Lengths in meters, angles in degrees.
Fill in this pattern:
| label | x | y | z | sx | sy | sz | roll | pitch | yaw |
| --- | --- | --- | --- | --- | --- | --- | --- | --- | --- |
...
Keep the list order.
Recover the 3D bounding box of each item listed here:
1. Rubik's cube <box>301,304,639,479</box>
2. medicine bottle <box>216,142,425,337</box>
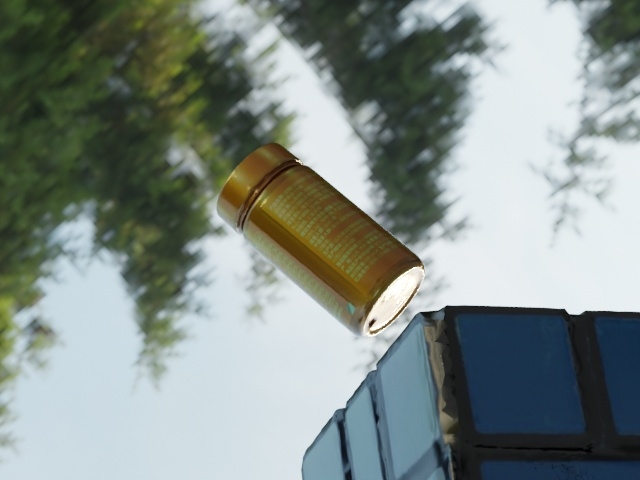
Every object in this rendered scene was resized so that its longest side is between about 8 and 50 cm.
| label | x | y | z | sx | sy | sz | roll | pitch | yaw |
| --- | --- | --- | --- | --- | --- | --- | --- | --- | --- |
| Rubik's cube | 0.167 | 0.226 | 1.318 | 0.288 | 0.293 | 0.283 | 1 | -120 | -17 |
| medicine bottle | 0.000 | 0.000 | 1.812 | 0.192 | 0.096 | 0.096 | 40 | -149 | 21 |
